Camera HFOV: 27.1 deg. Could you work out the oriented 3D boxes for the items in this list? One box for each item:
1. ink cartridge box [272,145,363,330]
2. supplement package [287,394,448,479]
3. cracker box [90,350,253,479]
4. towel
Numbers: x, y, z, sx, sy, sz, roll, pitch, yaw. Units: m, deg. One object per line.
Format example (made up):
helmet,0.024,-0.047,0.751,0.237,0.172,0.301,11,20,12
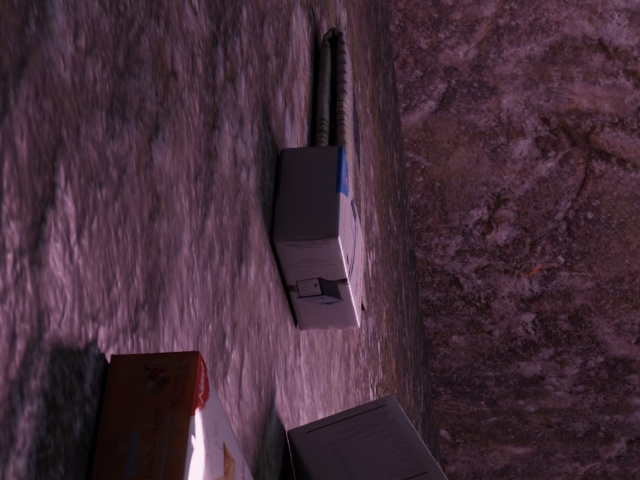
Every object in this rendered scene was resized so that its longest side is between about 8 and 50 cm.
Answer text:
ink cartridge box,0.000,0.000,1.582,0.190,0.082,0.139,73,16,-52
supplement package,0.071,0.310,1.467,0.244,0.139,0.134,-123,-160,-53
cracker box,-0.095,0.201,0.919,0.232,0.067,0.155,75,15,-53
towel,0.028,-0.093,1.955,0.312,0.056,0.324,78,10,-60
